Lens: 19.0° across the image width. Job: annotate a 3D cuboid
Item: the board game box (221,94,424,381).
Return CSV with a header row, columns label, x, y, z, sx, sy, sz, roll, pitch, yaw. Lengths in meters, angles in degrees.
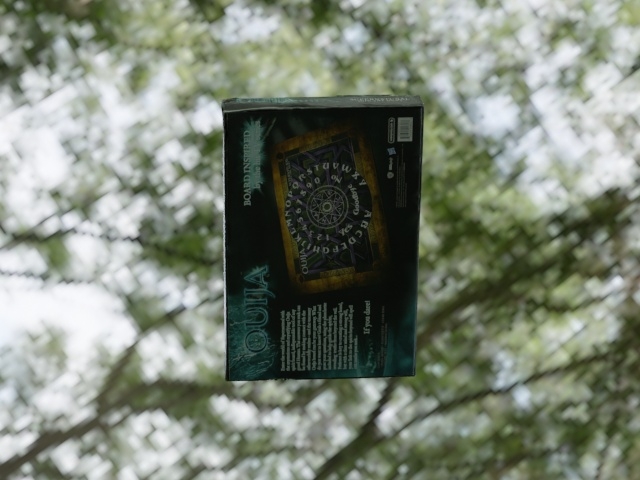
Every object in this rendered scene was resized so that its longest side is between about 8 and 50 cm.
label,x,y,z,sx,sy,sz,roll,pitch,yaw
board game box,0.000,0.000,1.214,0.026,0.126,0.186,-103,-167,-68
